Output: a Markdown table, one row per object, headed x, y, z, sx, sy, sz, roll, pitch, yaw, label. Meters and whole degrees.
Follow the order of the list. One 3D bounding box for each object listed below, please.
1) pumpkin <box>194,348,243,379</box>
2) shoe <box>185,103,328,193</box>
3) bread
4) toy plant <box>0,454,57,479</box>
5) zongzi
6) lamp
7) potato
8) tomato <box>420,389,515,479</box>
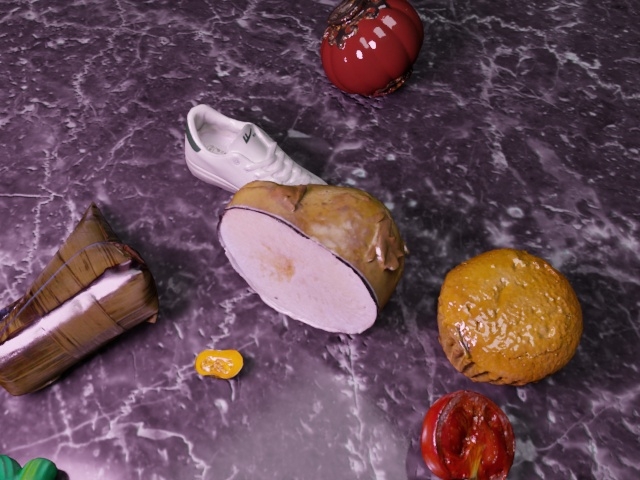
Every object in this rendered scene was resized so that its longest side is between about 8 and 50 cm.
| x | y | z | sx | sy | sz | roll | pitch | yaw | label |
| --- | --- | --- | --- | --- | --- | --- | --- | --- | --- |
| -0.162 | 0.202 | 1.054 | 0.083 | 0.028 | 0.050 | 8 | 59 | 13 | pumpkin |
| -0.100 | -0.134 | 1.193 | 0.363 | 0.160 | 0.131 | 29 | 63 | 16 | shoe |
| 0.302 | 0.127 | 1.055 | 0.240 | 0.139 | 0.239 | 1 | 58 | -2 | bread |
| -0.437 | 0.359 | 0.904 | 0.143 | 0.105 | 0.200 | -17 | 48 | -22 | toy plant |
| -0.436 | 0.075 | 1.078 | 0.286 | 0.138 | 0.300 | -32 | 50 | -12 | zongzi |
| 0.109 | -0.403 | 1.352 | 0.227 | 0.227 | 0.226 | 1 | 58 | -2 | lamp |
| 0.000 | 0.000 | 1.074 | 0.300 | 0.246 | 0.196 | 30 | 51 | 9 | potato |
| 0.208 | 0.300 | 0.974 | 0.159 | 0.091 | 0.139 | 19 | 65 | -22 | tomato |
